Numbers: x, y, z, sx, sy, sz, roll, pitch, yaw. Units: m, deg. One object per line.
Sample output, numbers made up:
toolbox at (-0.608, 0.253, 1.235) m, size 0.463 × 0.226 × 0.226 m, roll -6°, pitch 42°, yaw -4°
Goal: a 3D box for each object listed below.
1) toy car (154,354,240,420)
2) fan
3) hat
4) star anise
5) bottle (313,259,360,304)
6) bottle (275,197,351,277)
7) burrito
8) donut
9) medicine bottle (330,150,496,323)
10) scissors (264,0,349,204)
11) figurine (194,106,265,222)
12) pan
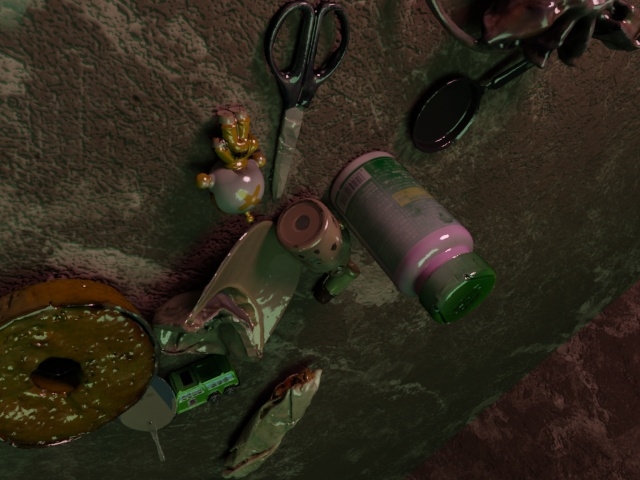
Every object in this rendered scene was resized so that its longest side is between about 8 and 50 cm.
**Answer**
toy car at (-0.233, 0.266, 1.013) m, size 0.165 × 0.071 × 0.062 m, roll -20°, pitch 131°, yaw -20°
fan at (-0.299, 0.310, 0.964) m, size 0.113 × 0.005 × 0.175 m, roll -13°, pitch 103°, yaw 2°
hat at (-0.153, 0.082, 0.876) m, size 0.214 × 0.149 × 0.244 m, roll 48°, pitch 58°, yaw -55°
star anise at (0.319, -0.358, 0.733) m, size 0.359 × 0.139 × 0.316 m, roll 28°, pitch 104°, yaw -36°
bottle at (0.025, 0.079, 1.039) m, size 0.063 × 0.047 × 0.101 m, roll 33°, pitch 114°, yaw -24°
bottle at (-0.001, 0.001, 0.884) m, size 0.099 × 0.099 × 0.152 m, roll -40°, pitch 147°, yaw 5°
burrito at (-0.122, 0.436, 1.292) m, size 0.117 × 0.076 × 0.392 m, roll 5°, pitch 129°, yaw -42°
donut at (-0.362, 0.157, 0.756) m, size 0.272 × 0.107 × 0.272 m, roll -23°, pitch 138°, yaw -22°
medicine bottle at (0.135, -0.008, 0.830) m, size 0.133 × 0.274 × 0.133 m, roll -22°, pitch 142°, yaw -18°
scissors at (-0.036, -0.165, 0.727) m, size 0.109 × 0.022 × 0.300 m, roll -10°, pitch 138°, yaw -27°
figurine at (-0.105, -0.098, 0.711) m, size 0.101 × 0.068 × 0.143 m, roll -1°, pitch 115°, yaw -49°
pan at (0.239, -0.228, 0.879) m, size 0.235 × 0.028 × 0.136 m, roll -33°, pitch 146°, yaw 1°
